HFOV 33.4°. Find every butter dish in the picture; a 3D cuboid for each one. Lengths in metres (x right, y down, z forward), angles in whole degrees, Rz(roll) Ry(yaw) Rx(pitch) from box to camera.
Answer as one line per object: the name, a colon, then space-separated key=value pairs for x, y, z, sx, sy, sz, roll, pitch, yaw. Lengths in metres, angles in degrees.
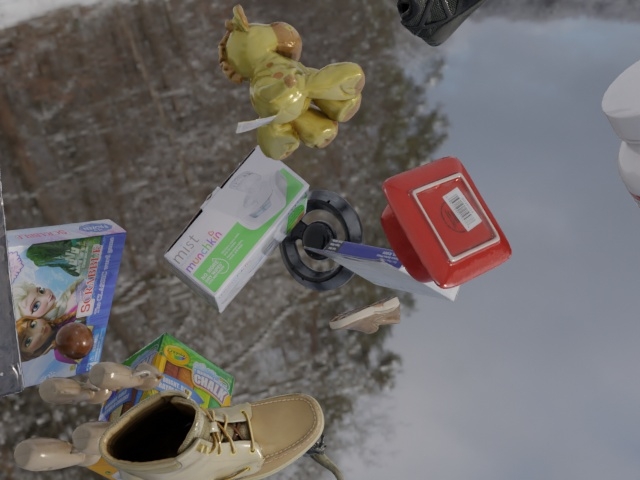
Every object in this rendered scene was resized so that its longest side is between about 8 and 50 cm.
butter dish: x=0.142 y=-0.007 z=1.386 sx=0.160 sy=0.160 sz=0.118 roll=-22 pitch=168 yaw=-40

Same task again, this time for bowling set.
bowling set: x=-0.295 y=0.216 z=1.522 sx=0.287 sy=0.200 sz=0.154 roll=-13 pitch=165 yaw=28

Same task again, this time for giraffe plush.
giraffe plush: x=-0.064 y=-0.228 z=1.467 sx=0.210 sy=0.170 sz=0.181 roll=-6 pitch=147 yaw=-43

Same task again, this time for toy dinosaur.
toy dinosaur: x=-0.027 y=0.397 z=2.108 sx=0.268 sy=0.118 sz=0.064 roll=40 pitch=-126 yaw=23

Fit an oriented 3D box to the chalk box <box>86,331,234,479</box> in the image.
chalk box: x=-0.288 y=0.307 z=1.992 sx=0.179 sy=0.180 sz=0.289 roll=-35 pitch=-148 yaw=34

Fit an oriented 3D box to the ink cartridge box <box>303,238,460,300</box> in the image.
ink cartridge box: x=0.118 y=0.045 z=2.038 sx=0.224 sy=0.045 sz=0.223 roll=28 pitch=168 yaw=-41

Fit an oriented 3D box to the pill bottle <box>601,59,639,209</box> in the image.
pill bottle: x=0.591 y=-0.084 z=1.594 sx=0.229 sy=0.408 sz=0.229 roll=-31 pitch=-156 yaw=16

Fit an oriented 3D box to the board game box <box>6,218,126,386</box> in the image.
board game box: x=-0.538 y=0.128 z=2.026 sx=0.066 sy=0.319 sz=0.318 roll=30 pitch=-154 yaw=35

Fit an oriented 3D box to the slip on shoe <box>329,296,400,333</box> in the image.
slip on shoe: x=0.068 y=0.116 z=1.549 sx=0.051 sy=0.041 sz=0.135 roll=-13 pitch=-178 yaw=41

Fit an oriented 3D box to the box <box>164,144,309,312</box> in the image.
box: x=-0.150 y=-0.018 z=1.941 sx=0.262 sy=0.126 sz=0.231 roll=-50 pitch=176 yaw=-11

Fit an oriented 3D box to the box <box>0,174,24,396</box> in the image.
box: x=-0.446 y=-0.008 z=1.070 sx=0.182 sy=0.294 sz=0.296 roll=-12 pitch=-161 yaw=-36

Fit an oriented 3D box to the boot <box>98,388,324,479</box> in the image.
boot: x=-0.121 y=0.226 z=1.259 sx=0.261 sy=0.095 sz=0.203 roll=-15 pitch=157 yaw=-6

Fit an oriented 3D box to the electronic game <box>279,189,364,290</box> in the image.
electronic game: x=0.000 y=0.000 z=2.411 sx=0.229 sy=0.229 sz=0.048 roll=-3 pitch=-178 yaw=35

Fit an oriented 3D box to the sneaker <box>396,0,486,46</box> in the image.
sneaker: x=0.207 y=-0.427 z=1.742 sx=0.130 sy=0.087 sz=0.227 roll=21 pitch=131 yaw=-33
